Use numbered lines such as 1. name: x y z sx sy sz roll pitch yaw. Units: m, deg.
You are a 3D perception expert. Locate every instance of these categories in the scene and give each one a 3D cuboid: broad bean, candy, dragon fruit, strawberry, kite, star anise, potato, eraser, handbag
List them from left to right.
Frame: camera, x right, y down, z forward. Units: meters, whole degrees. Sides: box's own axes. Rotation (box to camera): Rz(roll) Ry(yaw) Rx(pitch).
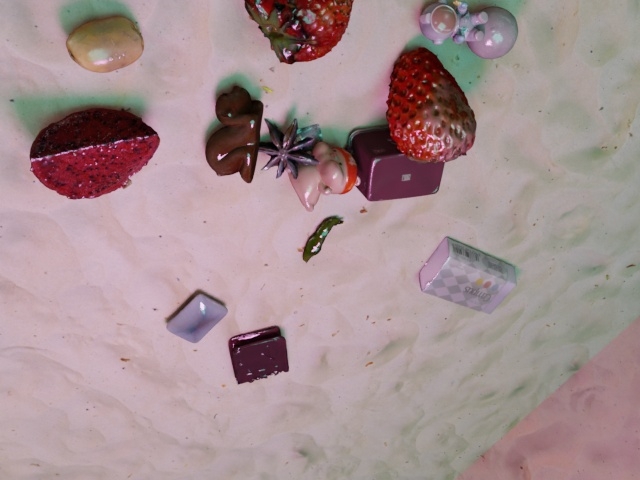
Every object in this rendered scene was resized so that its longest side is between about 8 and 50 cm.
1. dragon fruit: -0.590 -0.224 1.596 0.317 0.152 0.205 -17 149 -27
2. potato: -0.504 -0.461 1.467 0.178 0.118 0.109 -23 167 -22
3. candy: -0.409 0.262 2.065 0.174 0.071 0.138 -44 129 12
4. handbag: -0.223 0.422 2.262 0.203 0.074 0.216 -14 130 -12
5. star anise: -0.099 -0.262 1.767 0.205 0.061 0.180 -4 101 19
6. strawberry: -0.029 -0.583 1.509 0.288 0.250 0.238 -45 97 -14
7. kite: -0.031 -0.236 1.889 0.141 0.015 0.245 -27 131 -1
8. broad bean: -0.004 -0.005 2.052 0.061 0.046 0.195 33 106 -34
9. strawberry: 0.318 -0.385 1.745 0.265 0.149 0.335 -16 91 -17
10. eraser: 0.570 0.144 2.374 0.397 0.082 0.213 19 116 -32

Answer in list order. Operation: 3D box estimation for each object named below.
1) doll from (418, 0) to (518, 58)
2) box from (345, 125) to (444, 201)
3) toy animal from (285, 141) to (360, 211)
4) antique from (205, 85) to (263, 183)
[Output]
1. doll: 0.404 -0.594 1.730 0.287 0.151 0.150 5 123 -18
2. box: 0.232 -0.232 1.902 0.294 0.167 0.193 -8 129 -17
3. toy animal: 0.012 -0.193 1.828 0.198 0.171 0.171 -28 130 -1
4. antique: -0.236 -0.291 1.698 0.144 0.121 0.256 14 125 1
